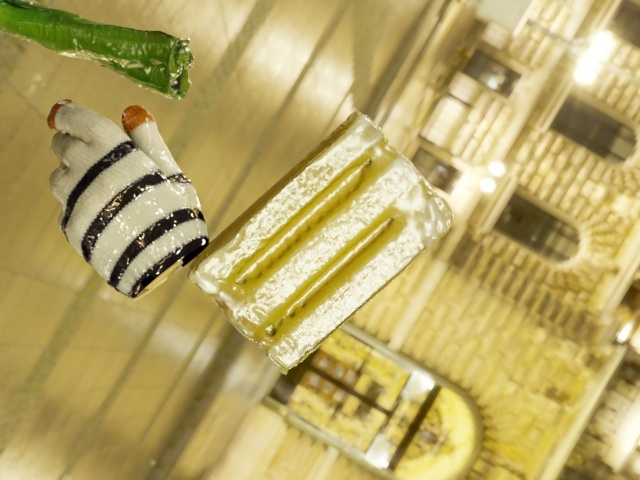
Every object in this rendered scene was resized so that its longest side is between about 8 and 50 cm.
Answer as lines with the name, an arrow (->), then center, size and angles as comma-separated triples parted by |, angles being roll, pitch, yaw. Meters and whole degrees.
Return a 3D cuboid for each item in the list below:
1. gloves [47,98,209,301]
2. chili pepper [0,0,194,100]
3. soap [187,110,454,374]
gloves -> -0.216, -0.054, 1.183 | 0.140, 0.218, 0.131 | -40, 176, 14
chili pepper -> -0.305, -0.223, 1.239 | 0.085, 0.359, 0.076 | 87, 21, -52
soap -> 0.000, 0.000, 1.519 | 0.315, 0.199, 0.091 | -44, -164, 6
